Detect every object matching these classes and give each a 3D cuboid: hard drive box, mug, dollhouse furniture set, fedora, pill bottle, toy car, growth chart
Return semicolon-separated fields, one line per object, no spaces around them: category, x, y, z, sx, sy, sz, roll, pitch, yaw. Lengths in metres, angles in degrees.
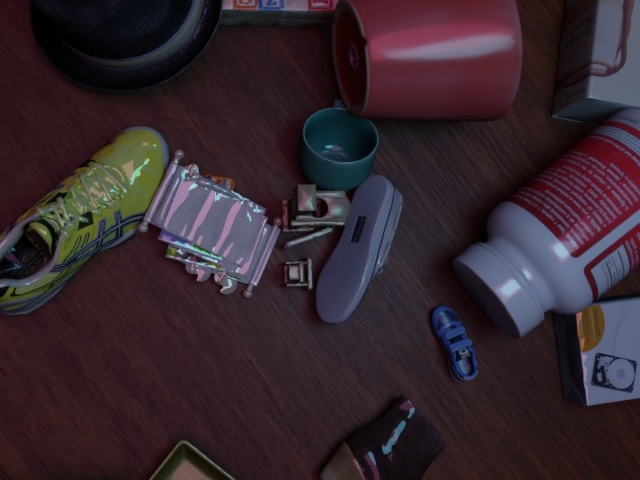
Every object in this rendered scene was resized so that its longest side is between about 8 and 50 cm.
hard drive box;0.555;0.191;1.442;0.232;0.089;0.181;-7;88;-11
mug;0.035;-0.155;1.358;0.129;0.097;0.158;32;54;15
dollhouse furniture set;0.000;0.000;1.303;0.101;0.182;0.160;-1;86;-11
fedora;-0.327;-0.391;1.236;0.334;0.152;0.333;0;89;11
pill bottle;0.438;-0.023;1.356;0.408;0.229;0.229;-37;93;-5
toy car;-0.192;-0.061;1.343;0.060;0.040;0.122;28;81;-8
growth chart;-0.181;-0.018;1.323;0.237;0.021;0.172;32;87;-19

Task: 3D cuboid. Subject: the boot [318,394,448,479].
boot;0.144;0.415;1.347;0.207;0.090;0.248;-39;90;-9

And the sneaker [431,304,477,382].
sneaker;0.240;0.182;1.398;0.053;0.059;0.144;-22;89;-9

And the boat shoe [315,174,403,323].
boat shoe;0.074;0.023;1.365;0.088;0.096;0.267;30;72;-46

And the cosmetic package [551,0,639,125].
cosmetic package;0.523;-0.371;1.445;0.129;0.153;0.296;9;83;-9

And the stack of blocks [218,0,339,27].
stack of blocks;-0.094;-0.464;1.366;0.297;0.087;0.171;-3;86;-11

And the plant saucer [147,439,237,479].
plant saucer;-0.214;0.451;1.301;0.188;0.045;0.188;40;81;-6

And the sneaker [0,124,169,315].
sneaker;-0.379;-0.030;1.253;0.145;0.147;0.384;41;79;-4

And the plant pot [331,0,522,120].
plant pot;0.160;-0.314;1.307;0.243;0.275;0.274;-10;88;-13
